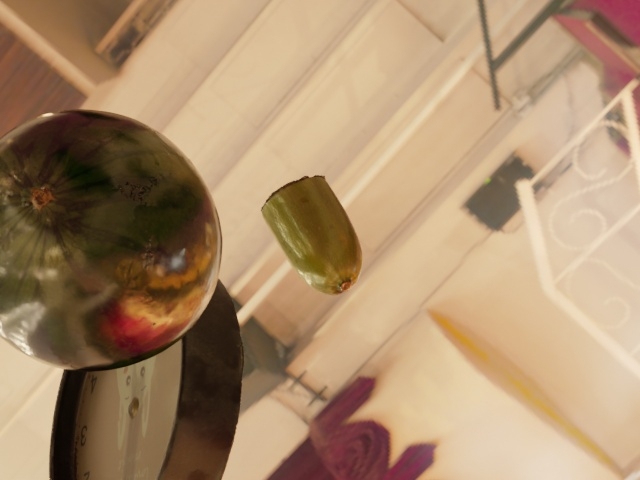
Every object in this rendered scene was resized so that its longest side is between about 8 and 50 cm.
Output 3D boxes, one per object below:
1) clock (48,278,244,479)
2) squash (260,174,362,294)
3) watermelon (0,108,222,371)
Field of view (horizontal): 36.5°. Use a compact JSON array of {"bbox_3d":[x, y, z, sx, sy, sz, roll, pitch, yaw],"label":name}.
[{"bbox_3d":[-0.229,0.207,1.199,0.076,0.386,0.386,18,-155,-32],"label":"clock"},{"bbox_3d":[0.000,0.000,1.440,0.123,0.123,0.187,20,-147,-58],"label":"squash"},{"bbox_3d":[-0.207,0.001,0.878,0.242,0.242,0.242,40,-166,-12],"label":"watermelon"}]
